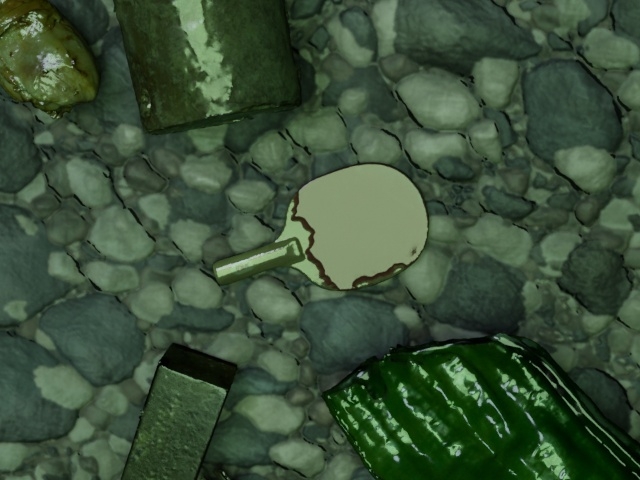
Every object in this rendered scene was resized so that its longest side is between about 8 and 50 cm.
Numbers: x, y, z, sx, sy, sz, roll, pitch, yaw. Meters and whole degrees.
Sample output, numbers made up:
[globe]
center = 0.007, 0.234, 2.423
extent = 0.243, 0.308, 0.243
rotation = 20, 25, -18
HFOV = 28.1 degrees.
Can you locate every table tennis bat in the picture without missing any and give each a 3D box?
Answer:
[table tennis bat]
center = 0.000, 0.000, 1.349
extent = 0.234, 0.022, 0.131
rotation = -19, 101, 5

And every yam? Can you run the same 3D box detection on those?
[yam]
center = -0.122, -0.252, 1.234
extent = 0.168, 0.168, 0.304
rotation = -12, 103, 5

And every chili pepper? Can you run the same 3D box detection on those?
[chili pepper]
center = 0.193, 0.219, 1.317
extent = 0.385, 0.167, 0.213
rotation = 35, 86, 8

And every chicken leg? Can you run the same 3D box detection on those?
[chicken leg]
center = -0.317, -0.214, 1.288
extent = 0.227, 0.088, 0.103
rotation = 44, 116, -7

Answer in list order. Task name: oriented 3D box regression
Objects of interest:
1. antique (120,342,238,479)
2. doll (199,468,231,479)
[antique]
center = -0.163, 0.230, 1.374
extent = 0.080, 0.081, 0.221
rotation = 19, 103, 1
[doll]
center = -0.067, 0.350, 1.385
extent = 0.105, 0.115, 0.221
rotation = -12, 94, 16
